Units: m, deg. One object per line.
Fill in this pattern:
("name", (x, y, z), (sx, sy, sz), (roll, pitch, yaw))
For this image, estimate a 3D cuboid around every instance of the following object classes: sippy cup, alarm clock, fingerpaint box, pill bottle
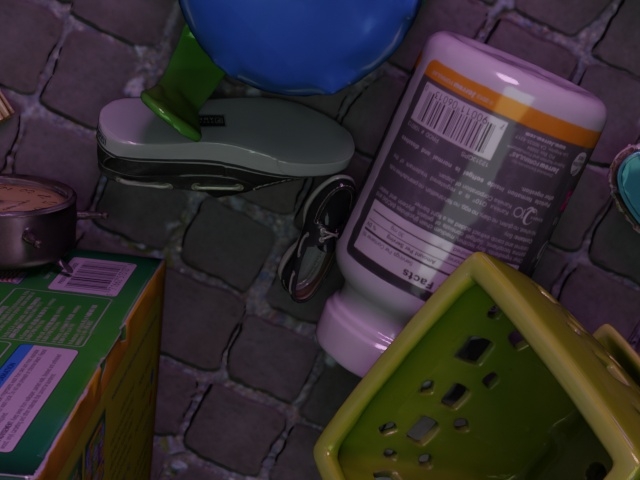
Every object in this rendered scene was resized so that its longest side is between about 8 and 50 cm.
("sippy cup", (-0.013, -0.216, 0.882), (0.240, 0.224, 0.306), (4, 116, 0))
("alarm clock", (-0.292, -0.019, 1.017), (0.192, 0.129, 0.064), (14, 109, 19))
("fingerpaint box", (-0.246, 0.240, 0.920), (0.163, 0.445, 0.371), (6, 106, 1))
("pill bottle", (0.108, -0.019, 0.985), (0.162, 0.162, 0.278), (22, 106, -5))

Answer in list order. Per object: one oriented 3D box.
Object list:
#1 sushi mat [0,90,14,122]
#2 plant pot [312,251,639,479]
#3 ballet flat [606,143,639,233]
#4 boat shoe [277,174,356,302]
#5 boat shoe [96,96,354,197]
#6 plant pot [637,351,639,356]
("sushi mat", (-0.410, -0.204, 1.018), (0.151, 0.019, 0.316), (-29, 103, 10))
("plant pot", (0.166, 0.177, 0.898), (0.207, 0.227, 0.228), (19, 117, -39))
("ballet flat", (0.347, -0.010, 1.025), (0.241, 0.077, 0.091), (30, 103, -5))
("boat shoe", (0.000, 0.000, 1.039), (0.046, 0.038, 0.125), (13, 122, -31))
("boat shoe", (-0.082, -0.077, 1.025), (0.219, 0.078, 0.070), (5, 139, -8))
("plant pot", (0.374, 0.283, 1.013), (0.280, 0.323, 0.323), (29, 105, -24))
